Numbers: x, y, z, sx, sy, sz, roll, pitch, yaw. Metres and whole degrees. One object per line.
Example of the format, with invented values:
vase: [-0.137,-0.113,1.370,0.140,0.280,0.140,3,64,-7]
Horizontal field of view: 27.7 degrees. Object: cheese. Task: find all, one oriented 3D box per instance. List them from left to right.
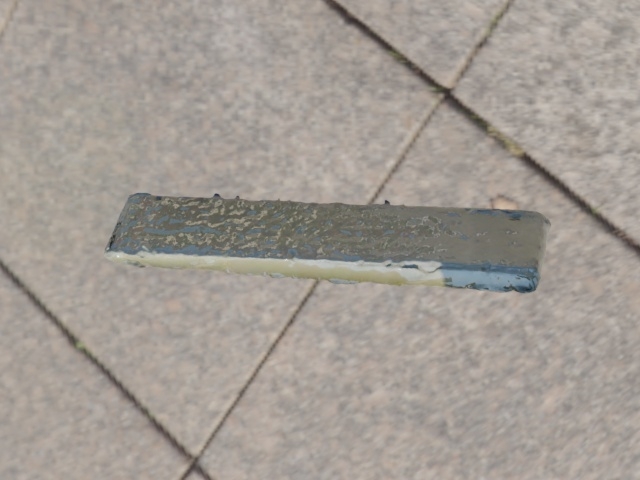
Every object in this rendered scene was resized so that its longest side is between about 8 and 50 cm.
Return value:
cheese: [-0.001,-0.001,1.143,0.400,0.085,0.034,4,135,20]
